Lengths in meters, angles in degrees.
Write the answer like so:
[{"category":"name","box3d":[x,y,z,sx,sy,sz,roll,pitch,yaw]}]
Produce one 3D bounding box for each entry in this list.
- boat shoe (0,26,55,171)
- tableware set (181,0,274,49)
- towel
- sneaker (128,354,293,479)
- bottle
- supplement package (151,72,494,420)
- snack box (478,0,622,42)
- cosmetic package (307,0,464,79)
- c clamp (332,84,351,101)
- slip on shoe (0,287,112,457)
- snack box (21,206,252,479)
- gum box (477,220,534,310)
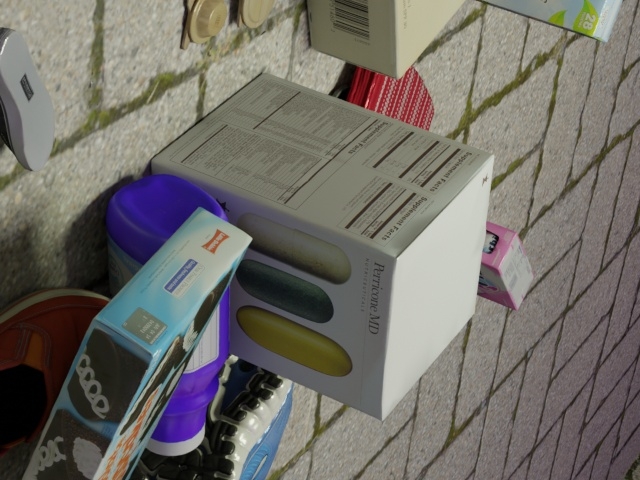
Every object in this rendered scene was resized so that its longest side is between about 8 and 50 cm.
[{"category":"boat shoe","box3d":[-0.236,-0.109,1.198,0.142,0.040,0.049,83,28,-50]},{"category":"tableware set","box3d":[-0.077,-0.249,1.447,0.169,0.020,0.141,-38,145,-52]},{"category":"towel","box3d":[0.071,-0.116,1.853,0.275,0.031,0.199,43,64,-70]},{"category":"sneaker","box3d":[-0.115,0.251,1.676,0.330,0.130,0.147,-54,151,-29]},{"category":"bottle","box3d":[-0.141,0.079,1.473,0.092,0.118,0.283,-28,138,-34]},{"category":"supplement package","box3d":[0.000,0.000,1.526,0.198,0.263,0.199,-44,147,-44]},{"category":"snack box","box3d":[0.267,-0.348,1.871,0.070,0.207,0.174,0,110,-66]},{"category":"cosmetic package","box3d":[0.110,-0.331,1.666,0.309,0.113,0.160,-51,152,-33]},{"category":"c clamp","box3d":[0.007,-0.100,1.767,0.160,0.022,0.137,76,35,-54]},{"category":"slip on shoe","box3d":[-0.252,0.121,1.294,0.331,0.101,0.123,-21,127,-62]},{"category":"snack box","box3d":[-0.173,0.141,1.330,0.322,0.060,0.187,-61,175,37]},{"category":"gum box","box3d":[0.233,0.026,2.260,0.062,0.107,0.188,-62,157,-13]}]
